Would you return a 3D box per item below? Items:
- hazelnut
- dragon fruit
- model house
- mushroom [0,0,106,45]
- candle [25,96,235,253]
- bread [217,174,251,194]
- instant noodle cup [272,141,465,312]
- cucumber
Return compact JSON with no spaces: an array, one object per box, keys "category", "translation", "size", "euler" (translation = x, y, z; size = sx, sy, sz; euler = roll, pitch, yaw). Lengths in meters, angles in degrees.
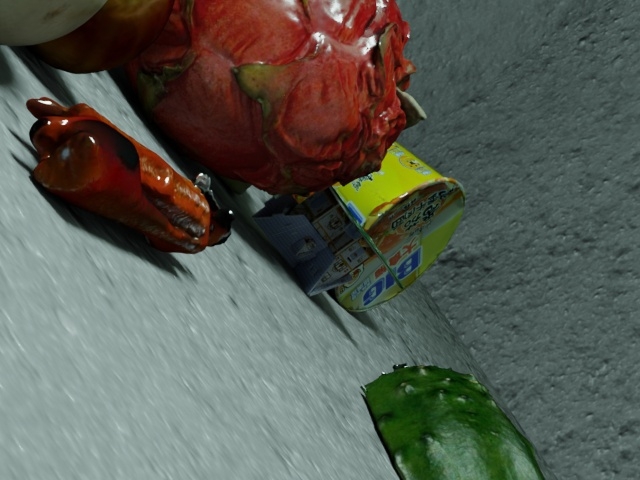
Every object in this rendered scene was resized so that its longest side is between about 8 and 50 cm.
[{"category":"hazelnut","translation":[-0.196,-0.224,1.433],"size":[0.204,0.178,0.178],"euler":[57,5,4]},{"category":"dragon fruit","translation":[-0.054,-0.193,1.818],"size":[0.342,0.277,0.277],"euler":[33,6,-4]},{"category":"model house","translation":[0.000,0.000,1.949],"size":[0.117,0.088,0.167],"euler":[56,3,42]},{"category":"mushroom","translation":[-0.219,-0.239,1.239],"size":[0.215,0.207,0.207],"euler":[18,9,-5]},{"category":"candle","translation":[-0.118,-0.031,1.248],"size":[0.084,0.059,0.302],"euler":[66,11,20]},{"category":"bread","translation":[-0.168,-0.209,2.009],"size":[0.361,0.077,0.138],"euler":[51,6,-5]},{"category":"instant noodle cup","translation":[0.052,-0.041,2.204],"size":[0.153,0.205,0.205],"euler":[47,2,26]},{"category":"cucumber","translation":[0.135,0.206,1.664],"size":[0.145,0.105,0.325],"euler":[51,7,-21]}]
